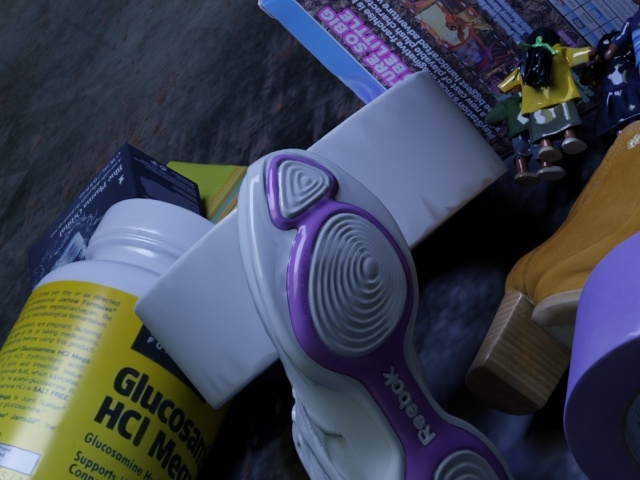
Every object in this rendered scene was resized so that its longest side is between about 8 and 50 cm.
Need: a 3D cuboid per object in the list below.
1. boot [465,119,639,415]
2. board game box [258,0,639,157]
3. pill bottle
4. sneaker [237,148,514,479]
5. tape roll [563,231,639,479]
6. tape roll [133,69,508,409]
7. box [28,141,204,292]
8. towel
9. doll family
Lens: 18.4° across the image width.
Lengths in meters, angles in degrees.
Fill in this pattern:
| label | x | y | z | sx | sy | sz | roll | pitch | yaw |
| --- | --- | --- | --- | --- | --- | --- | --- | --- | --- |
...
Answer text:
| label | x | y | z | sx | sy | sz | roll | pitch | yaw |
| --- | --- | --- | --- | --- | --- | --- | --- | --- | --- |
| boot | 0.209 | -0.003 | 1.246 | 0.211 | 0.104 | 0.295 | -57 | 13 | -24 |
| board game box | 0.142 | -0.216 | 1.519 | 0.291 | 0.232 | 0.141 | -29 | 32 | 33 |
| pill bottle | -0.177 | 0.139 | 1.578 | 0.188 | 0.188 | 0.334 | -14 | 43 | 48 |
| sneaker | 0.010 | 0.092 | 1.269 | 0.114 | 0.305 | 0.152 | -26 | 5 | -32 |
| tape roll | 0.228 | 0.075 | 1.058 | 0.189 | 0.189 | 0.080 | -28 | 34 | 35 |
| tape roll | 0.000 | 0.000 | 1.455 | 0.286 | 0.100 | 0.286 | -40 | -2 | -2 |
| box | -0.185 | 0.022 | 1.816 | 0.156 | 0.093 | 0.158 | -47 | 31 | 20 |
| towel | -0.114 | -0.031 | 1.894 | 0.102 | 0.021 | 0.237 | -53 | 27 | -16 |
| doll family | 0.199 | -0.121 | 1.436 | 0.193 | 0.076 | 0.111 | -16 | 66 | 23 |
